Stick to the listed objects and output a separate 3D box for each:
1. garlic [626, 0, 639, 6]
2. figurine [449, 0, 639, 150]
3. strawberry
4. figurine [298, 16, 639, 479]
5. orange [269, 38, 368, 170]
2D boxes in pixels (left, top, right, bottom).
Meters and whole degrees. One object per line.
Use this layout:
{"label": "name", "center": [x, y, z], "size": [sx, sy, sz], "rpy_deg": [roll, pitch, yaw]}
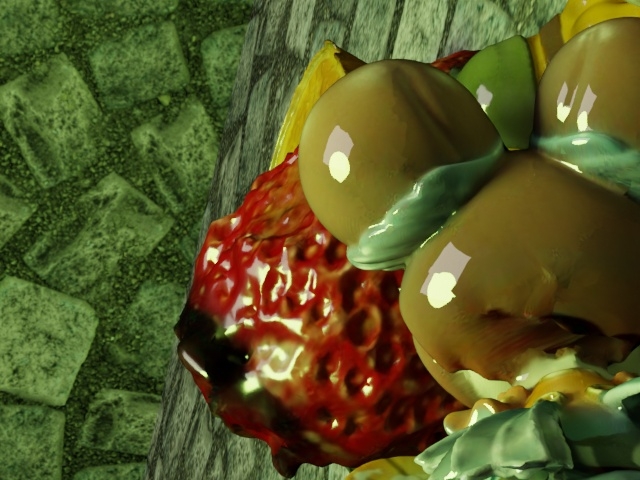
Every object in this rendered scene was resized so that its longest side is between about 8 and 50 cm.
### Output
{"label": "garlic", "center": [0.201, -0.250, 1.091], "size": [0.143, 0.178, 0.229], "rpy_deg": [94, 151, -82]}
{"label": "figurine", "center": [0.174, -0.134, 1.207], "size": [0.166, 0.141, 0.250], "rpy_deg": [-95, 20, -51]}
{"label": "strawberry", "center": [0.064, 0.035, 1.334], "size": [0.310, 0.291, 0.291], "rpy_deg": [-34, 27, 10]}
{"label": "figurine", "center": [0.135, 0.061, 1.030], "size": [0.388, 0.277, 0.248], "rpy_deg": [-93, -6, -52]}
{"label": "orange", "center": [0.001, 0.002, 1.611], "size": [0.310, 0.274, 0.274], "rpy_deg": [-47, 9, -11]}
